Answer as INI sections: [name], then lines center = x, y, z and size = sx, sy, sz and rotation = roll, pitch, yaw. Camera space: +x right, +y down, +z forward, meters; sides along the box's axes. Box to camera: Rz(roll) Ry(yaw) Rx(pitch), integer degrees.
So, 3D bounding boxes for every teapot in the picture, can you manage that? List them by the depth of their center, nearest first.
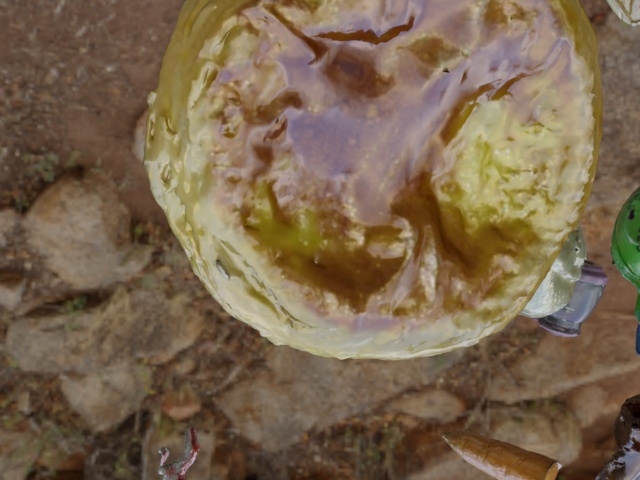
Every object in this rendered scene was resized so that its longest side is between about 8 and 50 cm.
[teapot]
center = 0.437, 0.100, 1.716
size = 0.148, 0.146, 0.116
rotation = 18, -169, 21

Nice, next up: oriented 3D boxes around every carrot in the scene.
[carrot]
center = 0.282, 0.348, 1.513
size = 0.205, 0.072, 0.072
rotation = 19, -178, 38

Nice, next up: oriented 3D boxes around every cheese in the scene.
[cheese]
center = 0.525, 0.021, 1.422
size = 0.083, 0.320, 0.204
rotation = 25, 154, -34

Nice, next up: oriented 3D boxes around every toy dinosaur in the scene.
[toy dinosaur]
center = -0.221, 0.444, 1.507
size = 0.053, 0.242, 0.167
rotation = 14, 133, -38

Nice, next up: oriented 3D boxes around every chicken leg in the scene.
[chicken leg]
center = 0.270, 0.268, 0.922
size = 0.113, 0.304, 0.093
rotation = 15, -160, -40

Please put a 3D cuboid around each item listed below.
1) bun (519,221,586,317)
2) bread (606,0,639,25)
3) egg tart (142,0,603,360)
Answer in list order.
[bun]
center = 0.302, -0.008, 1.348
size = 0.141, 0.239, 0.239
rotation = -23, 159, 26
[bread]
center = 0.596, -0.517, 1.721
size = 0.110, 0.210, 0.192
rotation = -41, -175, -28
[egg tart]
center = 0.051, -0.104, 0.879
size = 0.443, 0.443, 0.178
rotation = 7, -168, -19
